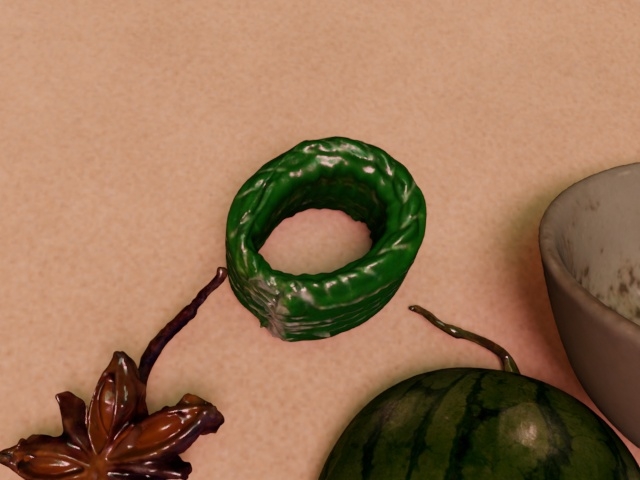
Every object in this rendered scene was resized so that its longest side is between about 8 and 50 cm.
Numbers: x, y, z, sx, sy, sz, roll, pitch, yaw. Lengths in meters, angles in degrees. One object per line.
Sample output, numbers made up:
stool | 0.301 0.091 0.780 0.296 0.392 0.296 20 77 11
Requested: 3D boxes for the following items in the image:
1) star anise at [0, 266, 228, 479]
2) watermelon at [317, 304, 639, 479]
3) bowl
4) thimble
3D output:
star anise | -0.106 0.099 0.429 0.097 0.070 0.190 35 89 7
watermelon | 0.102 0.160 0.415 0.204 0.127 0.232 29 64 6
bowl | 0.274 0.065 0.437 0.289 0.146 0.289 -3 26 2
thimble | 0.000 0.000 0.474 0.118 0.090 0.130 34 68 7
